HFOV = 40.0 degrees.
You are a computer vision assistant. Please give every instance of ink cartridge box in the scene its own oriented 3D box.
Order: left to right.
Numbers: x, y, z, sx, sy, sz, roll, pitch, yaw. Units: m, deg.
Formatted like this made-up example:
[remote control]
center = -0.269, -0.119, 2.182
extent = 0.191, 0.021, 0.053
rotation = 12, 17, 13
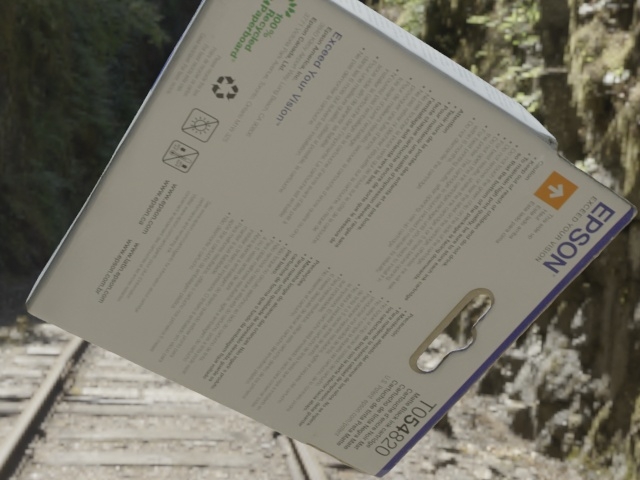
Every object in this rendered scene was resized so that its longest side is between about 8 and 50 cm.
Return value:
[ink cartridge box]
center = 0.000, 0.000, 0.447
extent = 0.224, 0.223, 0.045
rotation = 30, 26, -16
